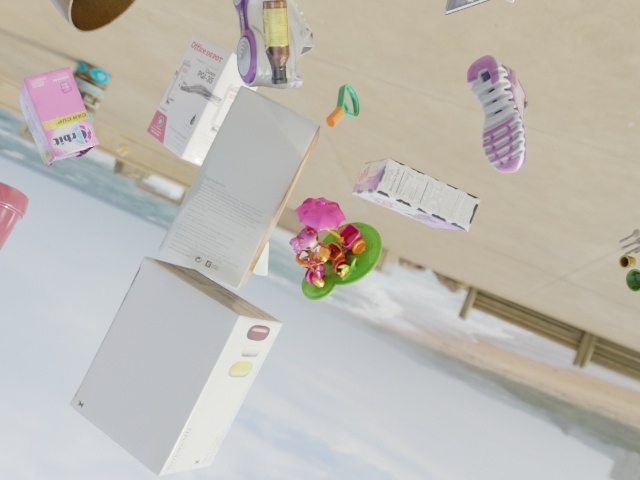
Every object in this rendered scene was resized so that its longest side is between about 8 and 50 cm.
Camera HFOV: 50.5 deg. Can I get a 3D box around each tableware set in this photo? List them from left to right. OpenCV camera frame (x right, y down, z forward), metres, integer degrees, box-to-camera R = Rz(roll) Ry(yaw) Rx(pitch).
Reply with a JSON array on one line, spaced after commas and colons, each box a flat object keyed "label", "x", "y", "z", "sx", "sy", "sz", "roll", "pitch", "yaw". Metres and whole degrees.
[{"label": "tableware set", "x": 0.532, "y": 0.017, "z": 1.066, "sx": 0.024, "sy": 0.104, "sz": 0.154, "roll": 0, "pitch": 158, "yaw": -25}]

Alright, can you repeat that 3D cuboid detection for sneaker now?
[{"label": "sneaker", "x": -0.091, "y": -0.438, "z": 1.336, "sx": 0.152, "sy": 0.305, "sz": 0.114, "roll": 4, "pitch": 171, "yaw": -30}, {"label": "sneaker", "x": 0.373, "y": -0.251, "z": 1.350, "sx": 0.104, "sy": 0.237, "sz": 0.095, "roll": -6, "pitch": 172, "yaw": -42}]

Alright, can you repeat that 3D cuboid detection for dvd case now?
[{"label": "dvd case", "x": 0.470, "y": -0.779, "z": 2.067, "sx": 0.164, "sy": 0.018, "sz": 0.221, "roll": -20, "pitch": 166, "yaw": -2}]

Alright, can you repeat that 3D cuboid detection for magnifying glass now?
[{"label": "magnifying glass", "x": 0.059, "y": -0.341, "z": 1.752, "sx": 0.026, "sy": 0.092, "sz": 0.231, "roll": -12, "pitch": -158, "yaw": 26}]

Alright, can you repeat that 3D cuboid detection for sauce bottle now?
[{"label": "sauce bottle", "x": -0.069, "y": -0.312, "z": 1.071, "sx": 0.042, "sy": 0.128, "sz": 0.042, "roll": -1, "pitch": -161, "yaw": 0}]

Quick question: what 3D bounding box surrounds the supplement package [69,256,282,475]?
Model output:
[{"label": "supplement package", "x": -0.223, "y": 0.193, "z": 1.062, "sx": 0.204, "sy": 0.262, "sz": 0.145, "roll": 27, "pitch": -179, "yaw": 26}]

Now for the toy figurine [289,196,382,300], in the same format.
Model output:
[{"label": "toy figurine", "x": 0.000, "y": 0.000, "z": 1.148, "sx": 0.130, "sy": 0.173, "sz": 0.159, "roll": 43, "pitch": 177, "yaw": 42}]

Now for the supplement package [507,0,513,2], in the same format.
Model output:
[{"label": "supplement package", "x": 0.399, "y": -0.658, "z": 1.436, "sx": 0.139, "sy": 0.244, "sz": 0.134, "roll": 23, "pitch": -140, "yaw": 10}]

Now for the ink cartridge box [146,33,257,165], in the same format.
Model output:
[{"label": "ink cartridge box", "x": -0.288, "y": -0.347, "z": 1.687, "sx": 0.117, "sy": 0.283, "sz": 0.207, "roll": 19, "pitch": -168, "yaw": -45}]

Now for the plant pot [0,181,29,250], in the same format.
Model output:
[{"label": "plant pot", "x": -0.883, "y": -0.051, "z": 1.754, "sx": 0.201, "sy": 0.180, "sz": 0.201, "roll": 8, "pitch": 162, "yaw": 3}]

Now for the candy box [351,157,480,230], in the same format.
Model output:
[{"label": "candy box", "x": 0.178, "y": -0.086, "z": 1.300, "sx": 0.196, "sy": 0.070, "sz": 0.165, "roll": 22, "pitch": 178, "yaw": -12}]

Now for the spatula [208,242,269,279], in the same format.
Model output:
[{"label": "spatula", "x": -0.195, "y": -0.029, "z": 1.488, "sx": 0.168, "sy": 0.242, "sz": 0.019, "roll": -1, "pitch": -159, "yaw": -12}]

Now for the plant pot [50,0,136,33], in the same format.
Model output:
[{"label": "plant pot", "x": -0.481, "y": -0.577, "z": 1.298, "sx": 0.254, "sy": 0.237, "sz": 0.237, "roll": 44, "pitch": 175, "yaw": -1}]

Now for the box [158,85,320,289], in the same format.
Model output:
[{"label": "box", "x": -0.151, "y": -0.096, "z": 1.339, "sx": 0.168, "sy": 0.345, "sz": 0.215, "roll": 26, "pitch": 179, "yaw": -1}]

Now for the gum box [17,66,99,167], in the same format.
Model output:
[{"label": "gum box", "x": -0.377, "y": -0.169, "z": 0.966, "sx": 0.062, "sy": 0.107, "sz": 0.188, "roll": -23, "pitch": -169, "yaw": -24}]
